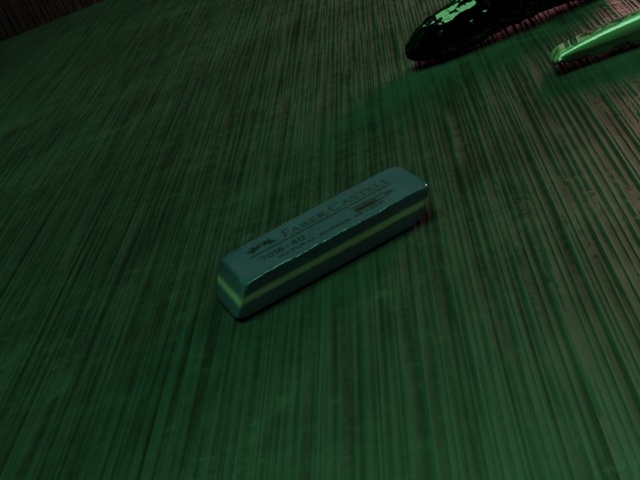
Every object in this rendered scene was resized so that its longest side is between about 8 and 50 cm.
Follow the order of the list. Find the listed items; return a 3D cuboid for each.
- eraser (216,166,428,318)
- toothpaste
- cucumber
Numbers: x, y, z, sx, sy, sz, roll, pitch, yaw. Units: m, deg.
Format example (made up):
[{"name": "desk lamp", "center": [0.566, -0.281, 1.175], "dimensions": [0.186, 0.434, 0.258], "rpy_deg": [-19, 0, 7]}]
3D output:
[{"name": "eraser", "center": [0.000, 0.000, 1.011], "dimensions": [0.225, 0.036, 0.082], "rpy_deg": [-28, 27, -11]}, {"name": "toothpaste", "center": [0.380, -0.253, 1.186], "dimensions": [0.239, 0.039, 0.062], "rpy_deg": [-19, 21, 15]}, {"name": "cucumber", "center": [0.252, -0.322, 1.394], "dimensions": [0.304, 0.081, 0.072], "rpy_deg": [-23, 53, 0]}]
